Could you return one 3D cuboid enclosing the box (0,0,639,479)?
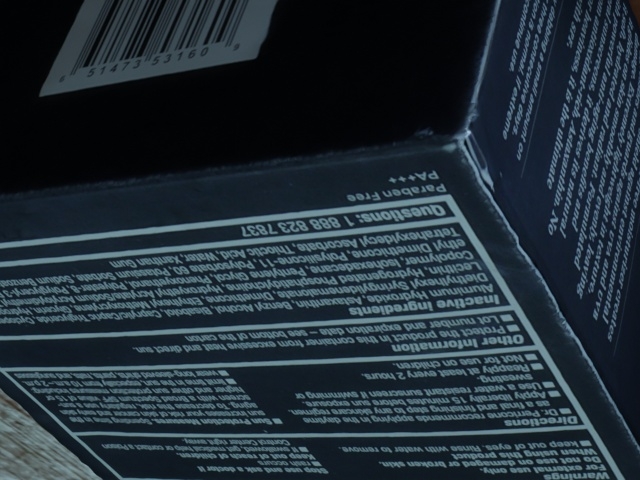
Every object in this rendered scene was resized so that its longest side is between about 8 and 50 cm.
[{"bbox_3d":[0.000,0.000,0.611,0.296,0.182,0.294,-5,140,29],"label":"box"}]
